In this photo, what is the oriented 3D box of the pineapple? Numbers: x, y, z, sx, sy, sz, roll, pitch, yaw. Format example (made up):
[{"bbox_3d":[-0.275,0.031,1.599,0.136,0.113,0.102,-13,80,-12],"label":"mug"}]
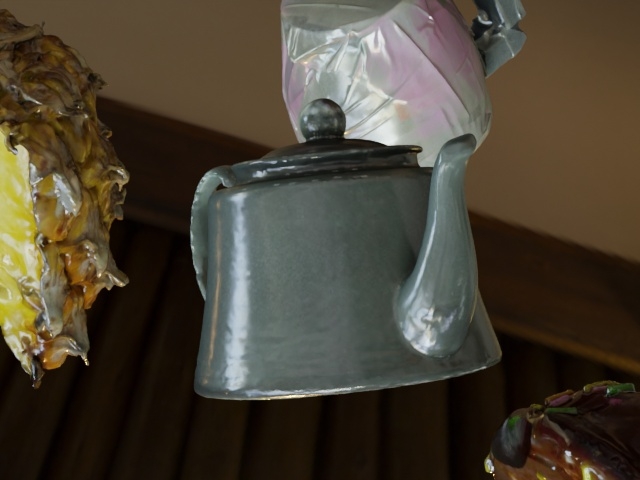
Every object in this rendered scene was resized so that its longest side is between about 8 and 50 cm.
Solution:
[{"bbox_3d":[-0.205,-0.092,0.928,0.161,0.158,0.334,-25,-104,-36],"label":"pineapple"}]

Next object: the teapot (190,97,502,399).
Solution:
[{"bbox_3d":[0.000,0.000,0.714,0.162,0.149,0.239,-8,-178,-35],"label":"teapot"}]

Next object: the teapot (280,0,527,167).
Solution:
[{"bbox_3d":[0.071,-0.155,1.079,0.221,0.178,0.163,-22,-139,0],"label":"teapot"}]

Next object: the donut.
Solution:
[{"bbox_3d":[0.197,0.179,0.805,0.096,0.230,0.216,-31,-116,-14],"label":"donut"}]
